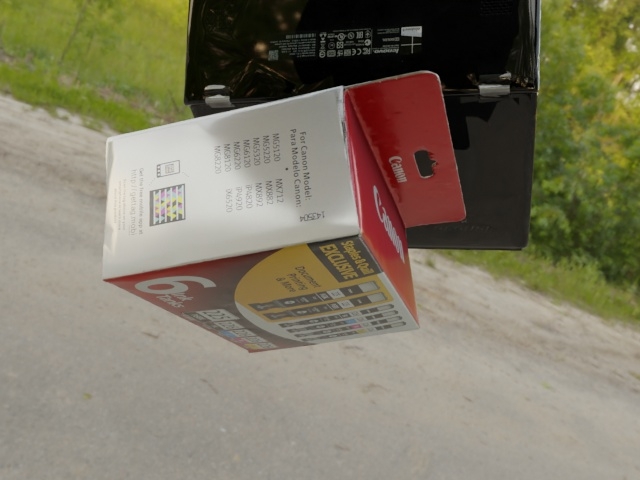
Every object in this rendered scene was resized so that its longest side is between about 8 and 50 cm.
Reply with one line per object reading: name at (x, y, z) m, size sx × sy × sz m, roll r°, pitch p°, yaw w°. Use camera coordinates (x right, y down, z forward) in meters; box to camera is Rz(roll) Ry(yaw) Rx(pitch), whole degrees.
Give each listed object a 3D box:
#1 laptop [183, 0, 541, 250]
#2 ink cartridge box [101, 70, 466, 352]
laptop at (0.060, -0.199, 0.824) m, size 0.382 × 0.407 × 0.236 m, roll 1°, pitch -3°, yaw 15°
ink cartridge box at (0.000, 0.000, 0.636) m, size 0.272 × 0.130 × 0.309 m, roll -10°, pitch -22°, yaw 13°
